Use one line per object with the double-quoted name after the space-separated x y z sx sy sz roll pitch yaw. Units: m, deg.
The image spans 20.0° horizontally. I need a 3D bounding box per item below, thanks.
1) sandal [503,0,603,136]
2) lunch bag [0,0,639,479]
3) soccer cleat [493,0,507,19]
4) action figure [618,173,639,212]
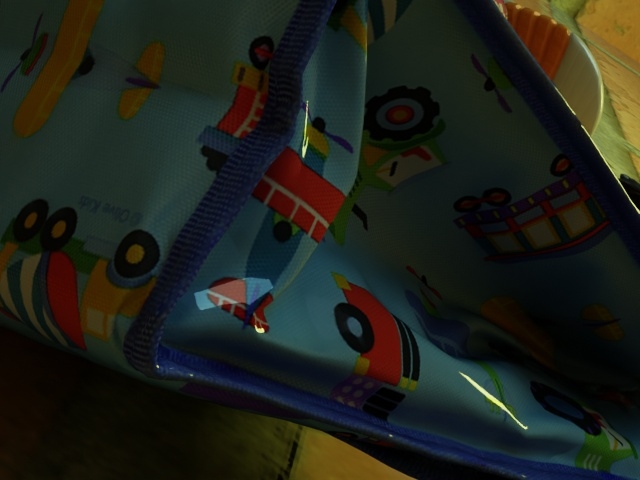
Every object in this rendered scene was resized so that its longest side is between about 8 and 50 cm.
0.169 -0.166 1.604 0.076 0.102 0.265 14 23 -48 "sandal"
0.000 0.000 0.579 0.221 0.138 0.293 17 -11 44 "lunch bag"
0.069 -0.116 1.253 0.143 0.116 0.331 55 21 11 "soccer cleat"
0.266 0.022 1.094 0.276 0.164 0.141 -3 68 -38 "action figure"
